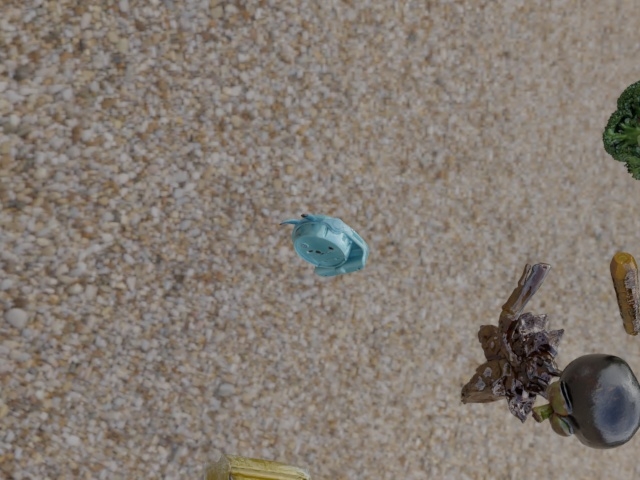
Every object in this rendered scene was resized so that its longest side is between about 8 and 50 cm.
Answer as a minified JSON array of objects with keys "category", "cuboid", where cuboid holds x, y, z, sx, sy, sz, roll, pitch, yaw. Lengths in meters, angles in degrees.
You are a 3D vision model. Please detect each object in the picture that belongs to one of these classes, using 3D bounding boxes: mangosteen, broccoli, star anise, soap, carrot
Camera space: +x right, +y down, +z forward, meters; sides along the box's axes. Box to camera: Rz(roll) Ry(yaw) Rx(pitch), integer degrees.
[{"category":"mangosteen","cuboid":[0.368,0.227,1.146,0.137,0.151,0.137,-13,90,-82]},{"category":"broccoli","cuboid":[0.568,-0.178,1.384,0.156,0.195,0.195,-54,134,-51]},{"category":"star anise","cuboid":[0.371,0.192,1.568,0.148,0.237,0.346,4,123,-15]},{"category":"soap","cuboid":[-0.106,0.481,1.531,0.232,0.073,0.140,25,46,-45]},{"category":"carrot","cuboid":[0.480,0.086,1.294,0.042,0.042,0.171,-55,137,-29]}]

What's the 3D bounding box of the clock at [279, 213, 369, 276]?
[{"category":"clock","cuboid":[0.000,-0.001,1.331,0.147,0.108,0.045,43,49,-32]}]
